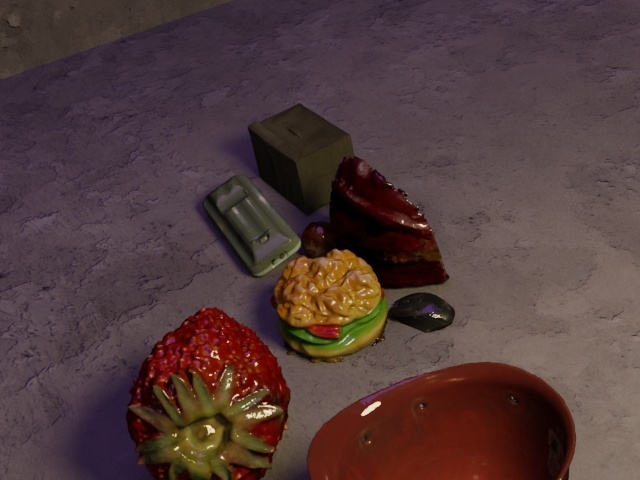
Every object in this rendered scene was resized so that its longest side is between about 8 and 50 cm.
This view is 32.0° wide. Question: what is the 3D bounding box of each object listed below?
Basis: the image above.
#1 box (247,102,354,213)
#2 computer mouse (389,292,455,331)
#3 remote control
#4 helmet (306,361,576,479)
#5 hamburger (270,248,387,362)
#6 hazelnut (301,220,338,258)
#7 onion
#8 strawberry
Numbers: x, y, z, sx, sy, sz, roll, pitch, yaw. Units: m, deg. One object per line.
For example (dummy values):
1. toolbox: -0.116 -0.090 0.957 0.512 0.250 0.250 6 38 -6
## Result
1. box: -0.040 -0.194 2.569 0.149 0.155 0.231 -27 36 -20
2. computer mouse: 0.192 0.129 2.127 0.135 0.047 0.079 9 39 32
3. remote control: -0.159 -0.043 2.451 0.128 0.065 0.335 -38 37 -3
4. helmet: 0.196 0.371 1.619 0.384 0.230 0.337 -10 32 18
5. hamburger: 0.011 0.107 2.127 0.237 0.149 0.237 -9 35 7
6. hazelnut: 0.000 0.000 2.351 0.086 0.086 0.086 -9 34 6
7. onion: 0.093 -0.030 2.212 0.146 0.280 0.314 -39 40 -11
8. strawberry: -0.190 0.274 1.897 0.292 0.292 0.343 -13 10 0
